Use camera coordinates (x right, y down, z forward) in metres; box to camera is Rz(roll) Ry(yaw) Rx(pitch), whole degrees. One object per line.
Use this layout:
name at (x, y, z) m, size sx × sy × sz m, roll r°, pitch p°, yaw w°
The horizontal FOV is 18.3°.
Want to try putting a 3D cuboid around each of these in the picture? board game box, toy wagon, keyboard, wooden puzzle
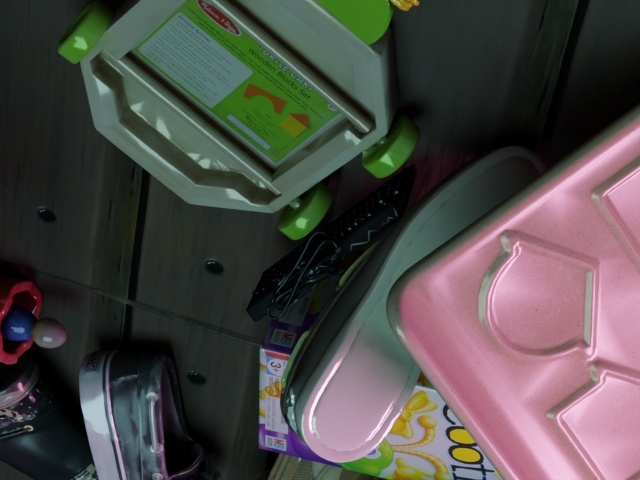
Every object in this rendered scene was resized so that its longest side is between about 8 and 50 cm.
board game box at (0.095, 0.124, 1.778) m, size 0.275 × 0.142 × 0.144 m, roll 12°, pitch 136°, yaw 10°
toy wagon at (-0.041, -0.146, 1.621) m, size 0.267 × 0.068 × 0.344 m, roll 39°, pitch 133°, yaw -18°
keyboard at (0.000, 0.000, 1.706) m, size 0.038 × 0.100 × 0.192 m, roll 41°, pitch 124°, yaw -18°
wooden puzzle at (0.254, 0.049, 1.585) m, size 0.348 × 0.080 × 0.322 m, roll -38°, pitch 119°, yaw -2°

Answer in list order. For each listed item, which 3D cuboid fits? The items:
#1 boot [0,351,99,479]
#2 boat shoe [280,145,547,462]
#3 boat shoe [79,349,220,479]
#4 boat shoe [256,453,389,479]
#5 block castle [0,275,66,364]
boot at (-0.336, 0.215, 2.079) m, size 0.236 × 0.085 × 0.178 m, roll -21°, pitch 125°, yaw 35°
boat shoe at (0.072, 0.042, 1.647) m, size 0.109 × 0.305 × 0.091 m, roll 39°, pitch 176°, yaw -24°
boat shoe at (-0.157, 0.240, 2.018) m, size 0.105 × 0.113 × 0.306 m, roll -4°, pitch 117°, yaw 14°
boat shoe at (-0.017, 0.276, 2.010) m, size 0.110 × 0.121 × 0.341 m, roll 52°, pitch 138°, yaw 23°
block castle at (-0.382, 0.007, 1.738) m, size 0.213 × 0.303 × 0.453 m, roll 14°, pitch 136°, yaw 17°
